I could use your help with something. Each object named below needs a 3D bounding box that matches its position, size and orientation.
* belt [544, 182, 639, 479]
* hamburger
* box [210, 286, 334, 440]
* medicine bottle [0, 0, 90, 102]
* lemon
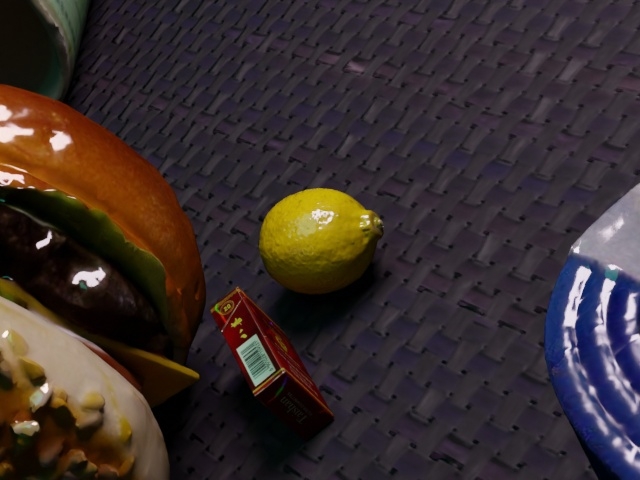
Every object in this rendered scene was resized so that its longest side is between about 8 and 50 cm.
[{"bbox_3d":[0.236,0.074,0.394,0.212,0.117,0.347,-46,40,-17],"label":"belt"},{"bbox_3d":[-0.202,0.068,0.661,0.291,0.291,0.225,-15,43,30],"label":"hamburger"},{"bbox_3d":[-0.028,0.067,0.689,0.023,0.051,0.082,-39,40,3],"label":"box"},{"bbox_3d":[-0.308,-0.299,1.111,0.236,0.236,0.406,-21,45,24],"label":"medicine bottle"},{"bbox_3d":[0.000,0.000,0.720,0.083,0.062,0.062,-18,45,28],"label":"lemon"}]
